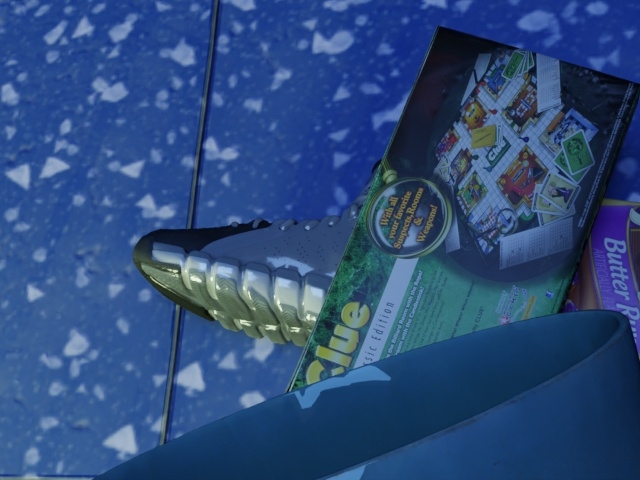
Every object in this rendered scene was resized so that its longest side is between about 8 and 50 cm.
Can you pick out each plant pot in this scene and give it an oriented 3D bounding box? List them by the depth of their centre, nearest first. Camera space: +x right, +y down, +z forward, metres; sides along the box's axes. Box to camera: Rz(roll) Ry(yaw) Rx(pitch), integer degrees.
[{"bbox_3d":[0.043,0.190,0.648,0.293,0.293,0.235,-20,92,9],"label":"plant pot"}]

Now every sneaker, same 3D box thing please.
[{"bbox_3d":[0.000,0.000,0.912,0.228,0.086,0.132,15,68,13],"label":"sneaker"}]

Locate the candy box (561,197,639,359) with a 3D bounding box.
[{"bbox_3d":[0.194,0.035,0.842,0.186,0.053,0.109,8,70,20],"label":"candy box"}]

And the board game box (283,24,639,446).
[{"bbox_3d":[0.088,0.003,0.833,0.136,0.030,0.260,20,74,12],"label":"board game box"}]
